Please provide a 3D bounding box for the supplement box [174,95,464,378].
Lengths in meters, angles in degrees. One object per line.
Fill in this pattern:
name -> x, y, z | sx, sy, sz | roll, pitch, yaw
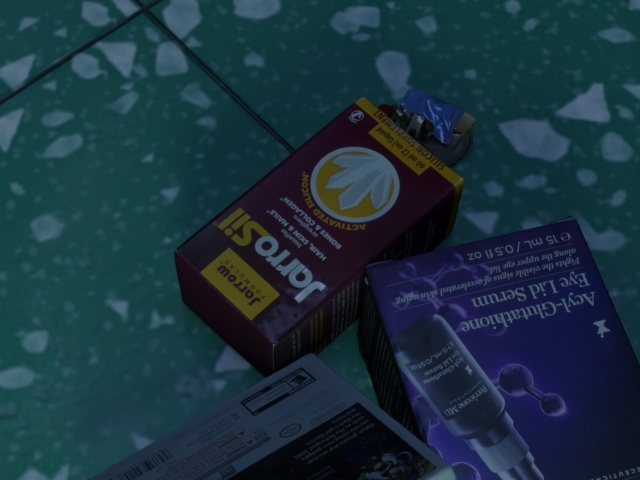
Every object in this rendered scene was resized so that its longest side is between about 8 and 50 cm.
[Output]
supplement box -> 0.000, 0.000, 0.865 | 0.188, 0.081, 0.104 | -41, 69, -21

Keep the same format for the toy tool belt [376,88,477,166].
toy tool belt -> 0.080, -0.096, 0.936 | 0.083, 0.051, 0.052 | 22, 63, 11

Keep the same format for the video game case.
video game case -> -0.042, 0.152, 0.726 | 0.190, 0.022, 0.173 | -28, 29, -18

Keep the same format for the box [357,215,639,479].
box -> 0.125, 0.109, 0.791 | 0.153, 0.108, 0.207 | -14, 62, -9
